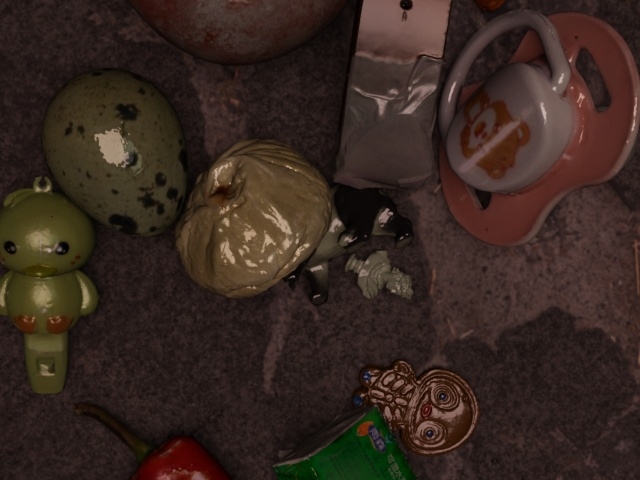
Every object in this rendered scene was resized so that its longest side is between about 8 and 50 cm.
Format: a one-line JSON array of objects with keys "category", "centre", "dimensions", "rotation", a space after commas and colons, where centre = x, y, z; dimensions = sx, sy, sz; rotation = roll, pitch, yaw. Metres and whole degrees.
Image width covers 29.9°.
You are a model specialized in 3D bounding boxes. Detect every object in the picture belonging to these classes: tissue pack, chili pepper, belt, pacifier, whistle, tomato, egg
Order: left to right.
[{"category": "whistle", "centre": [-0.359, 0.063, 1.554], "dimensions": [0.141, 0.141, 0.294], "rotation": [0, 95, -1]}, {"category": "egg", "centre": [-0.255, -0.109, 1.520], "dimensions": [0.177, 0.177, 0.228], "rotation": [-26, 89, 1]}, {"category": "chili pepper", "centre": [-0.186, 0.331, 1.579], "dimensions": [0.135, 0.131, 0.338], "rotation": [-33, 92, -8]}, {"category": "tomato", "centre": [-0.102, -0.372, 1.456], "dimensions": [0.317, 0.282, 0.316], "rotation": [0, 91, -3]}, {"category": "tissue pack", "centre": [0.040, 0.348, 1.588], "dimensions": [0.148, 0.156, 0.209], "rotation": [-32, 93, -35]}, {"category": "belt", "centre": [0.095, -0.229, 1.498], "dimensions": [0.122, 0.217, 0.338], "rotation": [8, 109, -2]}, {"category": "pacifier", "centre": [0.282, -0.136, 1.508], "dimensions": [0.273, 0.220, 0.332], "rotation": [34, 132, -15]}]

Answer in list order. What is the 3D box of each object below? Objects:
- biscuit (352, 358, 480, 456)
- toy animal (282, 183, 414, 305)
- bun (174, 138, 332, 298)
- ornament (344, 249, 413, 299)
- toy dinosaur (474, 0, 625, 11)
[{"category": "biscuit", "centre": [0.131, 0.227, 1.629], "dimensions": [0.175, 0.026, 0.124], "rotation": [17, 93, -3]}, {"category": "toy animal", "centre": [0.000, 0.000, 1.572], "dimensions": [0.225, 0.094, 0.121], "rotation": [-34, 53, 9]}, {"category": "bun", "centre": [-0.097, -0.033, 1.506], "dimensions": [0.220, 0.220, 0.134], "rotation": [-43, 131, 2]}, {"category": "ornament", "centre": [0.079, 0.047, 1.610], "dimensions": [0.092, 0.041, 0.068], "rotation": [-2, 88, 8]}, {"category": "toy dinosaur", "centre": [0.240, -0.377, 1.510], "dimensions": [0.097, 0.208, 0.432], "rotation": [2, 52, -37]}]
